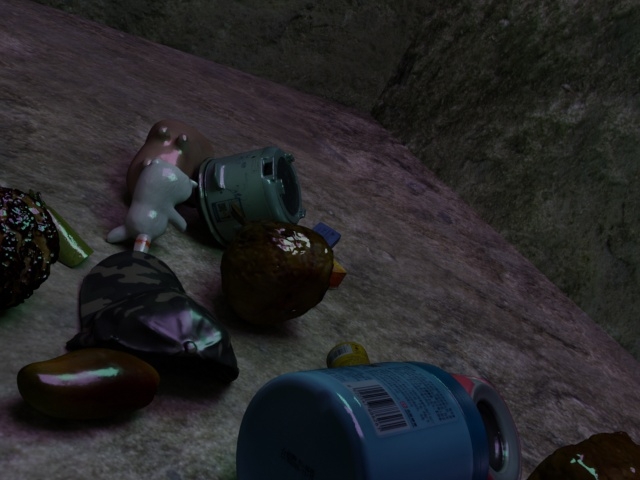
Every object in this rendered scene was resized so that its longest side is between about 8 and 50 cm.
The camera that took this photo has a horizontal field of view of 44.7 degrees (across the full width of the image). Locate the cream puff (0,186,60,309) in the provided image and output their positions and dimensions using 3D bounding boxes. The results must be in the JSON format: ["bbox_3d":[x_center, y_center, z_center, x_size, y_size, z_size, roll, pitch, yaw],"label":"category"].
[{"bbox_3d":[-0.599,0.012,1.461,0.164,0.239,0.239,-2,11,23],"label":"cream puff"}]

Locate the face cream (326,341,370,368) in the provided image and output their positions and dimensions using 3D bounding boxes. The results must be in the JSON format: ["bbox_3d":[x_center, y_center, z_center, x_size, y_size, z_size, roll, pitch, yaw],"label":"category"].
[{"bbox_3d":[0.093,0.374,1.761,0.105,0.105,0.349,22,23,-22],"label":"face cream"}]

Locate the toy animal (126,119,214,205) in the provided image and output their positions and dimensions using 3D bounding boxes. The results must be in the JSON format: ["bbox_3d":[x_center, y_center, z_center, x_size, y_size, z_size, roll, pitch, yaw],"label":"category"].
[{"bbox_3d":[-0.429,-0.208,2.204,0.237,0.269,0.326,28,54,-4],"label":"toy animal"}]

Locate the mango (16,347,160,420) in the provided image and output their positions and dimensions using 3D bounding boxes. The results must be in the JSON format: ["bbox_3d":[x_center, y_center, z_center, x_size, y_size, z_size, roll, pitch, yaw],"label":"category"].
[{"bbox_3d":[-0.408,0.251,1.371,0.267,0.111,0.133,8,47,-46],"label":"mango"}]

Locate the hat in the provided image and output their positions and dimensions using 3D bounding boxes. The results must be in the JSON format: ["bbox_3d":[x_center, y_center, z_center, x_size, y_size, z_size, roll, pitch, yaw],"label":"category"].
[{"bbox_3d":[-0.331,0.130,1.632,0.366,0.257,0.382,18,45,-35],"label":"hat"}]

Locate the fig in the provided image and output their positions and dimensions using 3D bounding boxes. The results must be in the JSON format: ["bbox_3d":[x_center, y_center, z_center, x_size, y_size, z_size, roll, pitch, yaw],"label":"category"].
[{"bbox_3d":[-0.147,0.020,1.929,0.286,0.286,0.369,6,40,-47],"label":"fig"}]

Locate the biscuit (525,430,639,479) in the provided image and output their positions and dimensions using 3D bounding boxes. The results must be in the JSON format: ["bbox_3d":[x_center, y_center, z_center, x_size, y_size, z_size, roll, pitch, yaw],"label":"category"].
[{"bbox_3d":[0.542,0.562,1.633,0.395,0.343,0.166,11,26,-45],"label":"biscuit"}]

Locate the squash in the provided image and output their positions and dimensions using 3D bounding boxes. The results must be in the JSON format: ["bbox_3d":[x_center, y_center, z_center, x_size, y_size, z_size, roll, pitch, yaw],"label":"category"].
[{"bbox_3d":[-0.608,-0.025,1.759,0.200,0.075,0.090,51,40,-6],"label":"squash"}]

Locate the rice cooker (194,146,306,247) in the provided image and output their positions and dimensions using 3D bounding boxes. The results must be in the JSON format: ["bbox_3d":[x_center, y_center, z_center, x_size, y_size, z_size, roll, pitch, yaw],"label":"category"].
[{"bbox_3d":[-0.210,-0.123,2.175,0.316,0.316,0.264,14,61,-36],"label":"rice cooker"}]

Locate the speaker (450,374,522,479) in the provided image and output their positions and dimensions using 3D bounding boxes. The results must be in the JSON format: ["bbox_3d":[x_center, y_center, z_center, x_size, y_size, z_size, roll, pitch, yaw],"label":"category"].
[{"bbox_3d":[0.308,0.439,1.684,0.294,0.294,0.294,26,22,-12],"label":"speaker"}]

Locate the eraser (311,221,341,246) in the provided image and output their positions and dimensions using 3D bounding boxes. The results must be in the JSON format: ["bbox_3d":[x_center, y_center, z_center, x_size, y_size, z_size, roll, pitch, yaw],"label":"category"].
[{"bbox_3d":[0.000,0.000,2.340,0.082,0.036,0.225,33,22,6],"label":"eraser"}]

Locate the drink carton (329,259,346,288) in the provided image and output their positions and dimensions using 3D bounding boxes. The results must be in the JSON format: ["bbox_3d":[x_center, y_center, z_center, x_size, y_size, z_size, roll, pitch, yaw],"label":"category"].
[{"bbox_3d":[-0.030,0.052,2.337,0.096,0.071,0.223,2,37,-51],"label":"drink carton"}]

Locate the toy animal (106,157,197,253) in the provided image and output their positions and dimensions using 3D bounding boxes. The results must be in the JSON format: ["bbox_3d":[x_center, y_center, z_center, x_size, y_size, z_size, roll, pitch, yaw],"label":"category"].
[{"bbox_3d":[-0.424,-0.058,1.948,0.140,0.283,0.138,11,-15,24],"label":"toy animal"}]

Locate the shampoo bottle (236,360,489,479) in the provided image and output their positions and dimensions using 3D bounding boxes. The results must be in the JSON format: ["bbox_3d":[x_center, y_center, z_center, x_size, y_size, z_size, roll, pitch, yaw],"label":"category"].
[{"bbox_3d":[0.073,0.389,1.402,0.342,0.331,0.331,6,33,-46],"label":"shampoo bottle"}]
